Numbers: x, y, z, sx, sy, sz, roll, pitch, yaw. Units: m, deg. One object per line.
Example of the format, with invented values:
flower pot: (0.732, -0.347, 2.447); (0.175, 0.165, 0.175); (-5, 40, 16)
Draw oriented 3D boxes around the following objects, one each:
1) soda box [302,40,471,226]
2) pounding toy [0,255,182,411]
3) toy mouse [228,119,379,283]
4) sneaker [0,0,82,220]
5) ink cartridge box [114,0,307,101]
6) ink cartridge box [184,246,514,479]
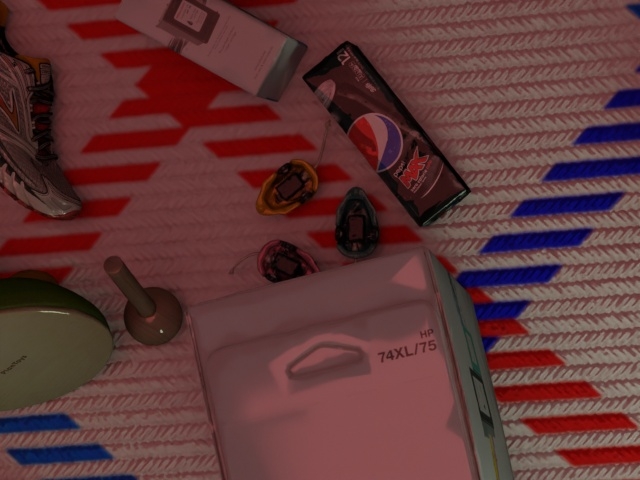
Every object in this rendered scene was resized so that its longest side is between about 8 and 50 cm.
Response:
soda box: (0.058, -0.092, 1.705); (0.053, 0.060, 0.169); (-39, 85, 8)
pounding toy: (-0.258, 0.053, 1.720); (0.237, 0.183, 0.110); (-21, 61, 8)
toy mouse: (0.000, 0.000, 1.729); (0.161, 0.031, 0.143); (-43, 84, 7)
sneaker: (-0.274, -0.118, 1.745); (0.093, 0.088, 0.225); (-31, 86, 7)
ink cartridge box: (-0.109, -0.191, 1.710); (0.180, 0.104, 0.060); (29, 96, 8)
ink cartridge box: (0.033, 0.138, 1.590); (0.198, 0.270, 0.197); (-14, 78, 9)
